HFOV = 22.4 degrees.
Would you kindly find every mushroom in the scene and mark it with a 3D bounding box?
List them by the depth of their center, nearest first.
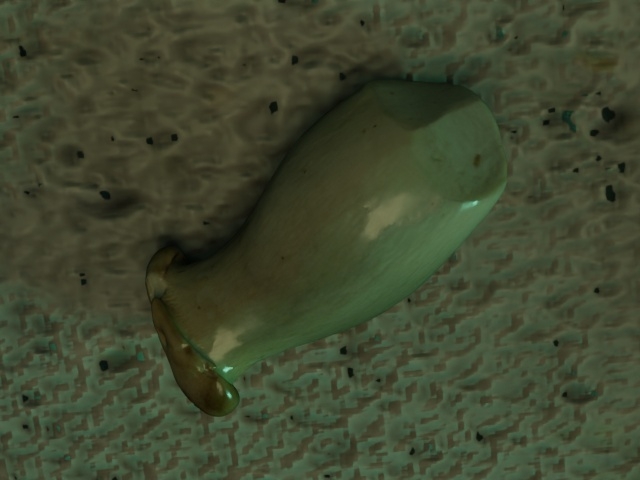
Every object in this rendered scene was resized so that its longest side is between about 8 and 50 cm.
[{"bbox_3d":[-0.001,0.000,0.799,0.212,0.088,0.097,-35,97,21],"label":"mushroom"}]
